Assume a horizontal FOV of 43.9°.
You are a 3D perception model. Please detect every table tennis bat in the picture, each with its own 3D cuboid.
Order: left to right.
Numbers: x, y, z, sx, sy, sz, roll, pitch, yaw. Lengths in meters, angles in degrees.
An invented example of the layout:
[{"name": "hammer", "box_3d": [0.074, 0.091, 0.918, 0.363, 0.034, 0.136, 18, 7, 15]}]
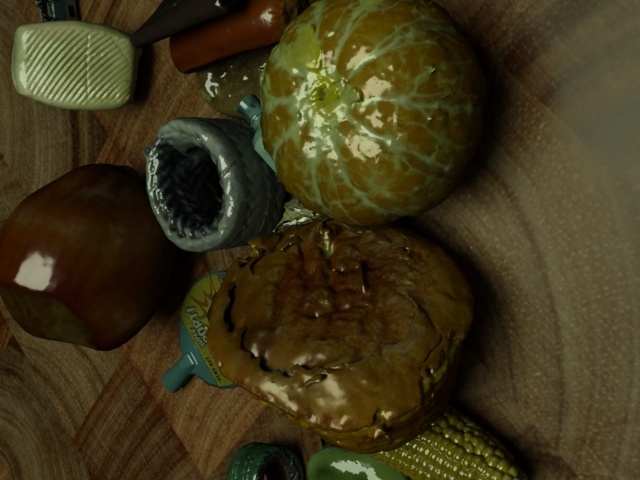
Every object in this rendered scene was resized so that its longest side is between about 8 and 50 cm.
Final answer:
[{"name": "table tennis bat", "box_3d": [-0.207, 0.193, 1.510, 0.329, 0.044, 0.215, -44, 69, 33]}]

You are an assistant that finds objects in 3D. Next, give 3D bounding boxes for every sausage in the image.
[{"name": "sausage", "box_3d": [-0.153, -0.340, 1.301, 0.300, 0.083, 0.089, -6, 110, 41]}]

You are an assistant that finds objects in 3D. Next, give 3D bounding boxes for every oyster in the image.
[{"name": "oyster", "box_3d": [0.000, 0.000, 1.299, 0.191, 0.081, 0.163, -31, 100, 23]}]

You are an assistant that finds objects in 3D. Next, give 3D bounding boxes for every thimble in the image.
[{"name": "thimble", "box_3d": [-0.180, -0.100, 1.374, 0.245, 0.157, 0.217, 48, 120, 24]}, {"name": "thimble", "box_3d": [-0.095, 0.424, 1.395, 0.090, 0.118, 0.135, -9, 106, 45]}]

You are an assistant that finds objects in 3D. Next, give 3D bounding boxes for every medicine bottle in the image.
[{"name": "medicine bottle", "box_3d": [-0.058, -0.157, 1.298, 0.208, 0.090, 0.054, 48, 153, 19]}]

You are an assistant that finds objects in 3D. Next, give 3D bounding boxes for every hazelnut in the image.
[{"name": "hazelnut", "box_3d": [-0.450, 0.032, 1.525, 0.366, 0.366, 0.366, 6, 100, 39]}]

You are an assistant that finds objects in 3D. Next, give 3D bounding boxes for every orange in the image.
[{"name": "orange", "box_3d": [0.073, -0.182, 1.091, 0.329, 0.249, 0.329, 6, 102, 31]}]

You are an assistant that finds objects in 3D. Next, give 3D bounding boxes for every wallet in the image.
[{"name": "wallet", "box_3d": [-0.196, -0.393, 1.287, 0.229, 0.182, 0.049, -12, 128, 39]}]

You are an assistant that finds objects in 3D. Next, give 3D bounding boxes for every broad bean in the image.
[{"name": "broad bean", "box_3d": [0.079, 0.395, 1.266, 0.228, 0.100, 0.169, 51, 133, 8]}]

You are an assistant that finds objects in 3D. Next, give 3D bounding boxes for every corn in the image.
[{"name": "corn", "box_3d": [0.141, 0.284, 1.175, 0.347, 0.130, 0.130, 26, 112, 31]}]

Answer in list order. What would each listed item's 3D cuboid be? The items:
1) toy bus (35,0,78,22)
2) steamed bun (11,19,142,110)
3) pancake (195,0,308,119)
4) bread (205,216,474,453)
[{"name": "toy bus", "box_3d": [-0.555, -0.474, 1.687, 0.060, 0.075, 0.123, -5, 93, 41]}, {"name": "steamed bun", "box_3d": [-0.473, -0.346, 1.555, 0.152, 0.238, 0.170, -119, 34, -70]}, {"name": "pancake", "box_3d": [-0.124, -0.352, 1.361, 0.294, 0.049, 0.294, 6, 100, 38]}, {"name": "bread", "box_3d": [0.027, 0.130, 1.123, 0.358, 0.337, 0.204, 26, 146, 32]}]
